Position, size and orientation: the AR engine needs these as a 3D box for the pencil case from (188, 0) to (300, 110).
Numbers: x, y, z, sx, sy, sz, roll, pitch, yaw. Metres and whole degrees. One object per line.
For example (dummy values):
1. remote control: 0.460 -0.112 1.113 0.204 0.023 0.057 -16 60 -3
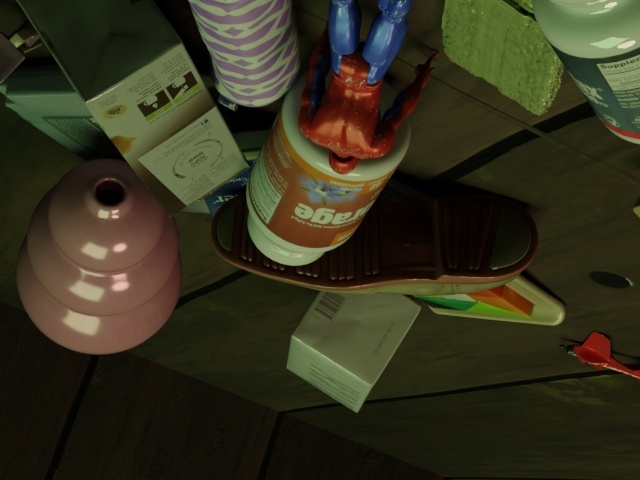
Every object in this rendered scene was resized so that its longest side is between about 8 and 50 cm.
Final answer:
1. pencil case: -0.066 -0.187 0.983 0.088 0.086 0.206 39 165 14

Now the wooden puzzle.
1. wooden puzzle: 0.166 0.053 1.531 0.221 0.044 0.238 3 157 42

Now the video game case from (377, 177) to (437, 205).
1. video game case: 0.094 -0.038 1.367 0.122 0.011 0.087 23 155 -13

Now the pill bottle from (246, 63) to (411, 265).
1. pill bottle: -0.002 -0.063 1.150 0.121 0.121 0.216 21 149 -6

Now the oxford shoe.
1. oxford shoe: 0.055 0.016 1.314 0.348 0.123 0.130 6 160 4

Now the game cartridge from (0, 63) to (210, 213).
1. game cartridge: -0.208 -0.115 1.396 0.198 0.062 0.297 0 155 37

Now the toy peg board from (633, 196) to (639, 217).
1. toy peg board: 0.393 -0.021 1.049 0.160 0.079 0.161 40 157 -12

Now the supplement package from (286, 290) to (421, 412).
1. supplement package: 0.042 0.144 1.745 0.134 0.139 0.244 32 163 6

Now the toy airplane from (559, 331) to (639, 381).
1. toy airplane: 0.405 0.169 1.663 0.151 0.028 0.151 17 161 6

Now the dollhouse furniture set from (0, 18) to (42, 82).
1. dollhouse furniture set: -0.323 -0.238 1.215 0.114 0.091 0.081 45 -161 -10

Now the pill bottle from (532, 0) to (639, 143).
1. pill bottle: 0.198 -0.149 0.773 0.108 0.108 0.180 6 158 37

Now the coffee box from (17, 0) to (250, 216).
1. coffee box: -0.164 -0.140 1.097 0.141 0.098 0.246 55 176 24

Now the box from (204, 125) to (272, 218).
1. box: -0.062 -0.058 1.346 0.136 0.037 0.225 -6 157 4

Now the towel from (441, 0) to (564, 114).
1. towel: 0.139 -0.156 0.904 0.110 0.027 0.148 37 165 17

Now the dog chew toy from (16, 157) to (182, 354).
1. dog chew toy: -0.259 0.010 1.436 0.206 0.207 0.332 20 155 -5

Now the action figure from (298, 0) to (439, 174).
1. action figure: 0.044 -0.170 0.933 0.091 0.139 0.280 20 141 7
